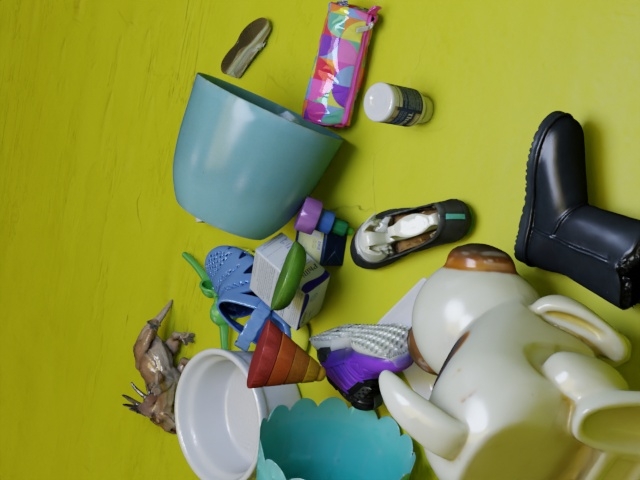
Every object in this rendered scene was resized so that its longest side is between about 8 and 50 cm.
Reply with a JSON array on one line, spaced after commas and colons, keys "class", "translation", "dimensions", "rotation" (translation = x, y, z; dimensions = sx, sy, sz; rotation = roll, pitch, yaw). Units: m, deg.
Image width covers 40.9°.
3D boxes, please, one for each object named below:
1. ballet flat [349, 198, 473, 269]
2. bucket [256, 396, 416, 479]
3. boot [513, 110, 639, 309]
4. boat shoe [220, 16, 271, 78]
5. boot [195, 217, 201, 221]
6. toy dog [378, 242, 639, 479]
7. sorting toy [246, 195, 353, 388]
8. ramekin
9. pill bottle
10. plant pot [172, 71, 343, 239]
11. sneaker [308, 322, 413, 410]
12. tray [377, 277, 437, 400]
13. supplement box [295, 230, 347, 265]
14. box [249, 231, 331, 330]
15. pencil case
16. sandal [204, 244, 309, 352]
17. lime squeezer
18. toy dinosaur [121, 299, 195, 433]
[{"class": "ballet flat", "translation": [0.129, -0.016, 1.478], "dimensions": [0.280, 0.096, 0.095], "rotation": [-22, 74, 43]}, {"class": "bucket", "translation": [0.016, 0.416, 1.470], "dimensions": [0.281, 0.281, 0.183], "rotation": [29, 119, 41]}, {"class": "boot", "translation": [0.391, -0.045, 1.216], "dimensions": [0.207, 0.094, 0.246], "rotation": [25, 114, 46]}, {"class": "boat shoe", "translation": [-0.150, -0.404, 1.807], "dimensions": [0.153, 0.048, 0.056], "rotation": [-47, 46, 26]}, {"class": "boot", "translation": [-0.183, -0.127, 1.803], "dimensions": [0.244, 0.088, 0.176], "rotation": [0, 88, 49]}, {"class": "toy dog", "translation": [0.245, 0.192, 1.187], "dimensions": [0.408, 0.395, 0.284], "rotation": [-100, 19, -60]}, {"class": "sorting toy", "translation": [-0.018, 0.101, 1.494], "dimensions": [0.127, 0.126, 0.365], "rotation": [124, 164, -64]}, {"class": "ramekin", "translation": [-0.161, 0.352, 1.736], "dimensions": [0.277, 0.135, 0.277], "rotation": [-1, 89, 46]}, {"class": "pill bottle", "translation": [0.136, -0.228, 1.457], "dimensions": [0.067, 0.120, 0.067], "rotation": [-1, 89, 45]}, {"class": "plant pot", "translation": [-0.137, -0.142, 1.586], "dimensions": [0.293, 0.293, 0.235], "rotation": [34, 104, 40]}, {"class": "sneaker", "translation": [0.089, 0.226, 1.492], "dimensions": [0.293, 0.102, 0.146], "rotation": [-6, 100, 66]}, {"class": "tray", "translation": [0.206, 0.209, 1.446], "dimensions": [0.145, 0.030, 0.270], "rotation": [-48, 58, 32]}, {"class": "supplement box", "translation": [0.000, 0.000, 1.635], "dimensions": [0.083, 0.056, 0.083], "rotation": [17, 102, 44]}, {"class": "box", "translation": [-0.060, 0.078, 1.633], "dimensions": [0.137, 0.072, 0.126], "rotation": [41, 145, 21]}, {"class": "pencil case", "translation": [0.036, -0.323, 1.578], "dimensions": [0.104, 0.104, 0.236], "rotation": [28, 110, 42]}, {"class": "sandal", "translation": [-0.154, 0.120, 1.734], "dimensions": [0.317, 0.138, 0.126], "rotation": [46, 122, 37]}, {"class": "lime squeezer", "translation": [-0.231, 0.136, 1.880], "dimensions": [0.110, 0.059, 0.310], "rotation": [112, 138, -62]}, {"class": "toy dinosaur", "translation": [-0.384, 0.291, 1.975], "dimensions": [0.200, 0.127, 0.295], "rotation": [-35, 59, 46]}]
